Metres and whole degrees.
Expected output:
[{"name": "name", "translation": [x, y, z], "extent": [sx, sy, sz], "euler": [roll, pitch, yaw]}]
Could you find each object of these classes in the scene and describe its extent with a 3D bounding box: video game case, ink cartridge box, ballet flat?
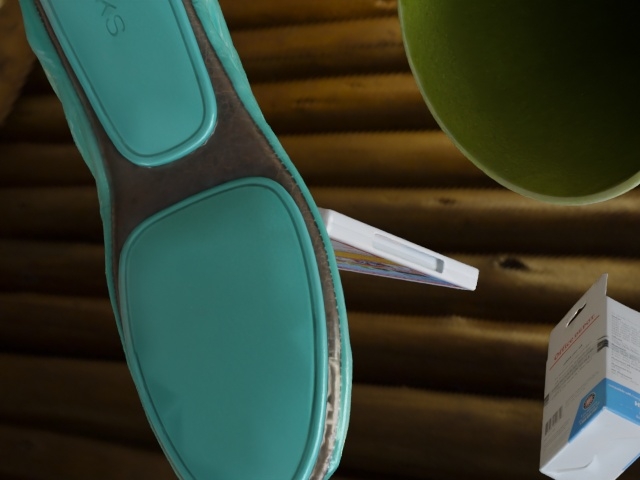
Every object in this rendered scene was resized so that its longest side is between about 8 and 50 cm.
[{"name": "video game case", "translation": [0.000, 0.000, 1.296], "extent": [0.204, 0.285, 0.025], "euler": [8, -97, 34]}, {"name": "ink cartridge box", "translation": [0.117, 0.059, 0.563], "extent": [0.048, 0.028, 0.083], "euler": [-56, -168, 39]}, {"name": "ballet flat", "translation": [-0.043, -0.016, 0.506], "extent": [0.083, 0.087, 0.247], "euler": [-21, -99, 8]}]

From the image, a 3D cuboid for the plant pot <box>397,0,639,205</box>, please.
[{"name": "plant pot", "translation": [0.259, -0.200, 1.047], "extent": [0.294, 0.274, 0.275], "euler": [-23, -141, -37]}]
